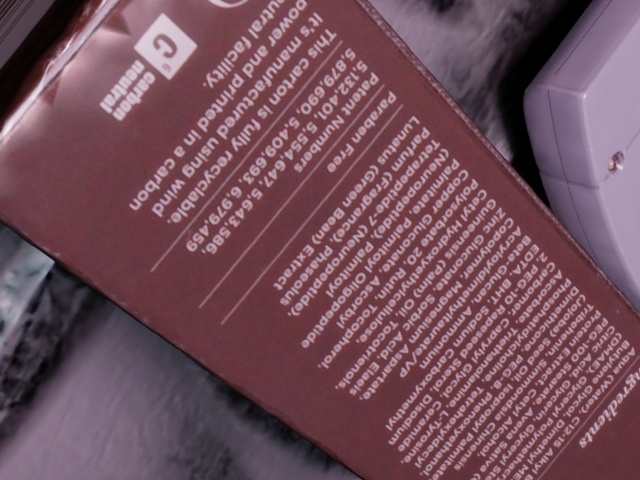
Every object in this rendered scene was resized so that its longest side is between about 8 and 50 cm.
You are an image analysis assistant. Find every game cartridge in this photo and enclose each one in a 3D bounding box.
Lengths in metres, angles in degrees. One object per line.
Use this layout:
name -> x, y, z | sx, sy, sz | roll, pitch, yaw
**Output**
game cartridge -> 0.233, -0.054, 0.791 | 0.196, 0.060, 0.294 | -55, 134, -16

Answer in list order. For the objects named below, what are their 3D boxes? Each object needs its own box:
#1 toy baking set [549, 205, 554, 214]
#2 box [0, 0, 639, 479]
toy baking set -> 0.093, 0.055, 0.785 | 0.256, 0.030, 0.197 | -7, 116, -34
box -> 0.000, 0.000, 0.551 | 0.143, 0.191, 0.381 | -51, 127, -2
